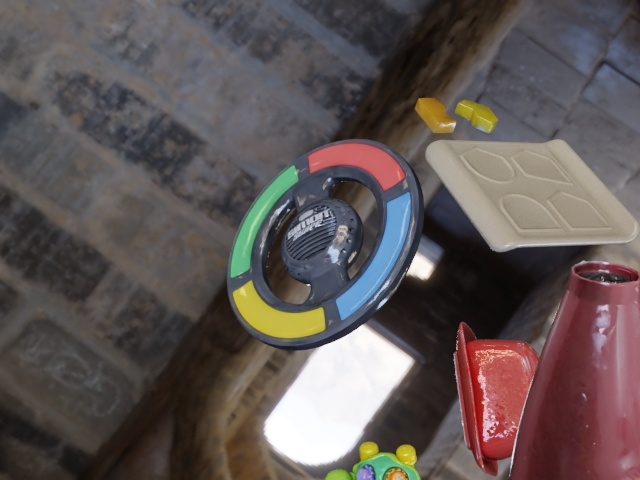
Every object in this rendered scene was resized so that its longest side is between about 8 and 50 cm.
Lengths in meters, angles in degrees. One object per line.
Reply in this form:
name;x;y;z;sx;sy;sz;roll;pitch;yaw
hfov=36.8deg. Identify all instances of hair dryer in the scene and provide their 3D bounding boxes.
hair dryer;0.195;0.146;0.496;0.223;0.080;0.293;-37;74;43

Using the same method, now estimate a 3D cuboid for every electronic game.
electronic game;0.000;0.000;0.944;0.229;0.229;0.048;28;172;47

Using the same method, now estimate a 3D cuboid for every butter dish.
butter dish;0.216;0.171;1.050;0.118;0.160;0.160;-10;162;15

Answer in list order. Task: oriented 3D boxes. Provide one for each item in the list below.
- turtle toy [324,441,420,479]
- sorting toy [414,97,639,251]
turtle toy;0.068;0.307;1.201;0.130;0.066;0.095;0;113;21
sorting toy;0.258;-0.091;1.305;0.307;0.229;0.041;60;145;41
